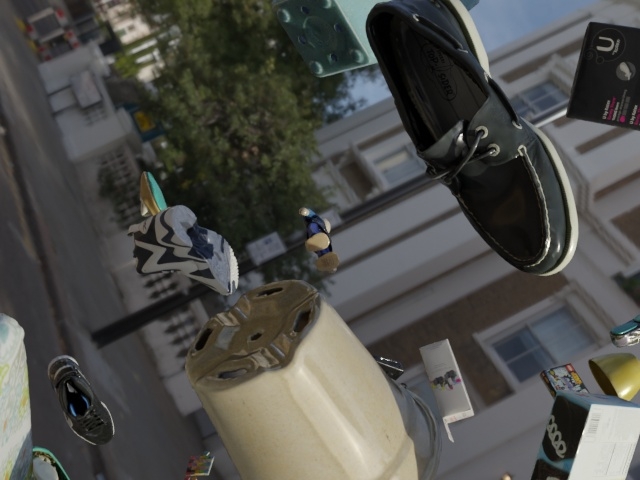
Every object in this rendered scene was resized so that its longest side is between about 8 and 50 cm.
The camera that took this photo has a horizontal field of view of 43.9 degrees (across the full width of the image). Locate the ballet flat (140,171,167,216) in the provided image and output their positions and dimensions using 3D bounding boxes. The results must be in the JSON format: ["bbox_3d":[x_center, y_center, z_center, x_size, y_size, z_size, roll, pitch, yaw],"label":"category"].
[{"bbox_3d":[-0.407,-0.057,1.976,0.232,0.073,0.080,62,4,-2],"label":"ballet flat"}]

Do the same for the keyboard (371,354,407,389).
[{"bbox_3d":[0.077,0.368,1.788,0.201,0.317,0.033,24,35,-26],"label":"keyboard"}]

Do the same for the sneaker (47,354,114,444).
[{"bbox_3d":[-0.460,0.335,1.538,0.121,0.079,0.217,33,-31,60],"label":"sneaker"}]

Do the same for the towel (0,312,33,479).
[{"bbox_3d":[-0.481,0.334,1.065,0.321,0.090,0.375,-86,-172,-52],"label":"towel"}]

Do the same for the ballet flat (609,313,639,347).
[{"bbox_3d":[0.520,0.145,1.298,0.041,0.114,0.041,54,-23,36],"label":"ballet flat"}]

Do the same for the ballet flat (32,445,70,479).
[{"bbox_3d":[-0.430,0.443,1.310,0.247,0.083,0.087,50,-29,14],"label":"ballet flat"}]

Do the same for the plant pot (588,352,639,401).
[{"bbox_3d":[0.735,0.327,1.941,0.134,0.095,0.134,61,0,-1],"label":"plant pot"}]

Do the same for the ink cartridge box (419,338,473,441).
[{"bbox_3d":[0.254,0.295,1.557,0.104,0.061,0.181,52,20,-68],"label":"ink cartridge box"}]

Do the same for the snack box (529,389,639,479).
[{"bbox_3d":[0.360,0.380,1.143,0.187,0.322,0.060,15,2,-44],"label":"snack box"}]

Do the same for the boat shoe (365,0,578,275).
[{"bbox_3d":[0.142,-0.114,0.816,0.127,0.113,0.340,-33,-108,46],"label":"boat shoe"}]

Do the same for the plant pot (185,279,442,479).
[{"bbox_3d":[-0.030,0.238,1.179,0.305,0.333,0.334,61,-5,-27],"label":"plant pot"}]

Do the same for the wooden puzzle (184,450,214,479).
[{"bbox_3d":[-0.246,0.459,1.621,0.083,0.049,0.006,-78,160,-60],"label":"wooden puzzle"}]

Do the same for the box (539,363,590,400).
[{"bbox_3d":[0.637,0.387,2.038,0.027,0.094,0.137,109,-36,-47],"label":"box"}]

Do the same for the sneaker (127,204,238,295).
[{"bbox_3d":[-0.265,0.031,1.475,0.235,0.153,0.094,46,42,-49],"label":"sneaker"}]

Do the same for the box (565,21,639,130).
[{"bbox_3d":[0.515,-0.226,1.156,0.165,0.270,0.143,-28,130,-65],"label":"box"}]

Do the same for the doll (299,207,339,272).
[{"bbox_3d":[0.000,0.000,1.386,0.129,0.046,0.189,62,5,-16],"label":"doll"}]

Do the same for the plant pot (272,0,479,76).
[{"bbox_3d":[0.068,-0.413,1.342,0.247,0.252,0.248,-2,-49,49],"label":"plant pot"}]
